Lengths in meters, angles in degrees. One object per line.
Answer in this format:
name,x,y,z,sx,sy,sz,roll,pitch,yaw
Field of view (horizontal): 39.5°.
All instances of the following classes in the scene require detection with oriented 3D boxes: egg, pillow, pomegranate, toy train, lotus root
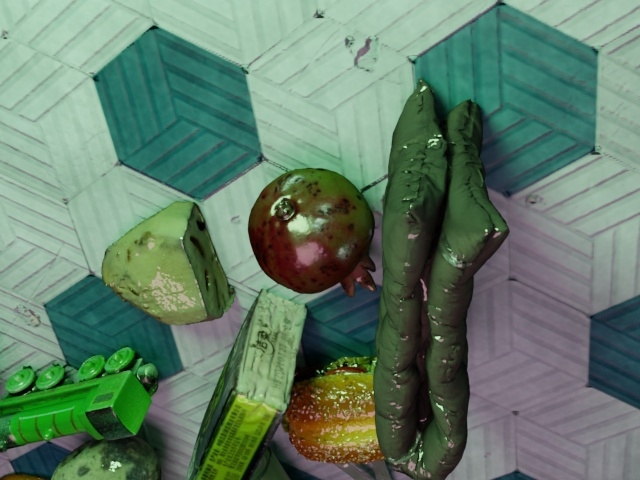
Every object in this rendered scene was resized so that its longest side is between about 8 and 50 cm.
egg,-0.291,0.336,1.216,0.141,0.141,0.182,40,117,-15
pillow,0.102,0.045,0.846,0.101,0.228,0.326,6,126,4
pomegranate,-0.007,0.003,0.915,0.130,0.129,0.159,0,134,15
toy train,-0.323,0.212,1.149,0.251,0.119,0.085,-16,121,23
lotus root,-0.183,0.041,1.017,0.144,0.070,0.143,-14,120,23

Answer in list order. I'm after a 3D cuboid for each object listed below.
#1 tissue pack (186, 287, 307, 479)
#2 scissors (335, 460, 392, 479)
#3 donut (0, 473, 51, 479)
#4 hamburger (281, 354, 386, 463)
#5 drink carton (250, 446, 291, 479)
tissue pack,-0.091,0.197,1.043,0.073,0.173,0.235,20,127,-8
scissors,0.089,0.339,1.185,0.144,0.017,0.247,-21,122,26
donut,-0.438,0.450,1.377,0.174,0.074,0.190,8,127,8
hamburger,0.031,0.202,1.052,0.166,0.087,0.137,-4,106,11
drink carton,-0.083,0.363,1.187,0.146,0.144,0.142,-19,112,25
